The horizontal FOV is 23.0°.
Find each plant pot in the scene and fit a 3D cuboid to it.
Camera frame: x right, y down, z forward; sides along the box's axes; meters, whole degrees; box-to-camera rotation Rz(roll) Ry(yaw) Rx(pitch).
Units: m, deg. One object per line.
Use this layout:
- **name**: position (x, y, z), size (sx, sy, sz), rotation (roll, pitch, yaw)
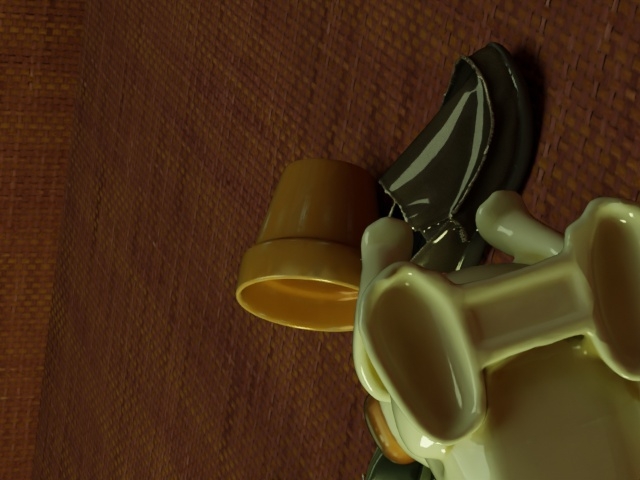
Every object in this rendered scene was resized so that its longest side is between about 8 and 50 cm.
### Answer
- **plant pot**: position (0.000, 0.000, 2.098), size (0.205, 0.205, 0.188), rotation (143, 138, -60)

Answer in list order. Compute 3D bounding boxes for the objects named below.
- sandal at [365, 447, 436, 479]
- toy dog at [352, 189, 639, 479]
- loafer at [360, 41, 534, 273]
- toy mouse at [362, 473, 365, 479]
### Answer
- **sandal**: position (0.121, 0.235, 1.943), size (0.086, 0.120, 0.303), rotation (-70, -13, -80)
- **toy dog**: position (0.185, 0.138, 1.561), size (0.395, 0.284, 0.408), rotation (64, 172, -3)
- **loafer**: position (0.142, -0.060, 1.839), size (0.134, 0.130, 0.366), rotation (-122, 39, -49)
- **toy mouse**: position (0.070, 0.413, 2.119), size (0.161, 0.031, 0.143), rotation (-145, 58, -61)
